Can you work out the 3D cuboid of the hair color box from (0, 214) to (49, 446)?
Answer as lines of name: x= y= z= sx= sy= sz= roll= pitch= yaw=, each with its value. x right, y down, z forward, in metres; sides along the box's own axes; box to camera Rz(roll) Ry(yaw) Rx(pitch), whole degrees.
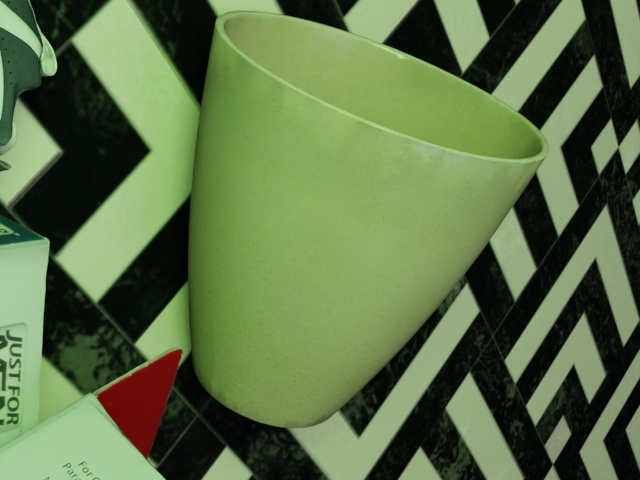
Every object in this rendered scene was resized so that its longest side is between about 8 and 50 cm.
hair color box: x=-0.322 y=0.086 z=0.505 sx=0.347 sy=0.105 sz=0.174 roll=-9 pitch=113 yaw=-46

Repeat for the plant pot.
plant pot: x=0.000 y=0.000 z=0.755 sx=0.256 sy=0.256 sz=0.274 roll=-4 pitch=123 yaw=-48

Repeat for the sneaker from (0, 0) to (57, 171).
sneaker: x=-0.243 y=-0.078 z=0.540 sx=0.235 sy=0.094 sz=0.153 roll=-52 pitch=129 yaw=-35

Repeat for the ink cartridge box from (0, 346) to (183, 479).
ink cartridge box: x=-0.178 y=0.249 z=0.613 sx=0.272 sy=0.130 sz=0.309 roll=-31 pitch=156 yaw=-38
